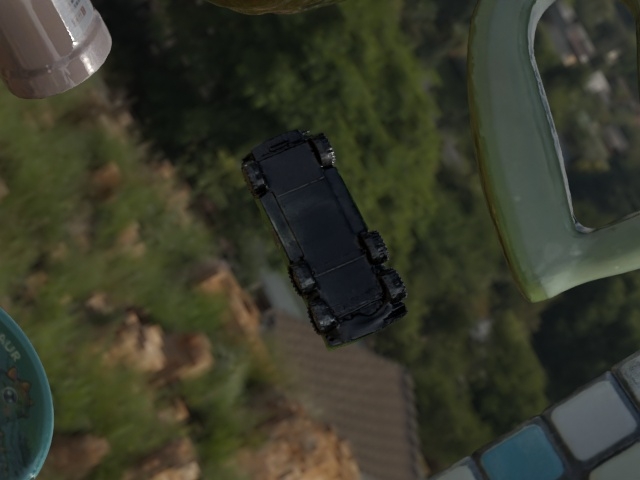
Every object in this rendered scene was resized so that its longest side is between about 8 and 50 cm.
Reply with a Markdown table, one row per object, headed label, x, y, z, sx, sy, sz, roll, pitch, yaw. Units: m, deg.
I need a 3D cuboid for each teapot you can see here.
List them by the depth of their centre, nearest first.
| label | x | y | z | sx | sy | sz | roll | pitch | yaw |
| --- | --- | --- | --- | --- | --- | --- | --- | --- | --- |
| teapot | 0.262 | -0.108 | 1.000 | 0.239 | 0.321 | 0.239 | 2 | 65 | -55 |

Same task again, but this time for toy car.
| label | x | y | z | sx | sy | sz | roll | pitch | yaw |
| --- | --- | --- | --- | --- | --- | --- | --- | --- | --- |
| toy car | 0.000 | 0.000 | 1.230 | 0.165 | 0.071 | 0.062 | 63 | -13 | 17 |

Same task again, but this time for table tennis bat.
| label | x | y | z | sx | sy | sz | roll | pitch | yaw |
| --- | --- | --- | --- | --- | --- | --- | --- | --- | --- |
| table tennis bat | -0.197 | 0.103 | 0.812 | 0.124 | 0.033 | 0.201 | 42 | 42 | -20 |

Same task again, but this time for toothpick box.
| label | x | y | z | sx | sy | sz | roll | pitch | yaw |
| --- | --- | --- | --- | --- | --- | --- | --- | --- | --- |
| toothpick box | -0.239 | -0.199 | 1.344 | 0.098 | 0.098 | 0.149 | -103 | 172 | -49 |

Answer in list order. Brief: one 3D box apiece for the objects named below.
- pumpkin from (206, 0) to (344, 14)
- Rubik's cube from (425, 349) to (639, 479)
| label | x | y | z | sx | sy | sz | roll | pitch | yaw |
| --- | --- | --- | --- | --- | --- | --- | --- | --- | --- |
| pumpkin | -0.021 | -0.275 | 1.271 | 0.242 | 0.232 | 0.325 | 27 | -12 | 22 |
| Rubik's cube | 0.248 | 0.269 | 1.236 | 0.259 | 0.253 | 0.256 | 52 | 8 | -47 |
